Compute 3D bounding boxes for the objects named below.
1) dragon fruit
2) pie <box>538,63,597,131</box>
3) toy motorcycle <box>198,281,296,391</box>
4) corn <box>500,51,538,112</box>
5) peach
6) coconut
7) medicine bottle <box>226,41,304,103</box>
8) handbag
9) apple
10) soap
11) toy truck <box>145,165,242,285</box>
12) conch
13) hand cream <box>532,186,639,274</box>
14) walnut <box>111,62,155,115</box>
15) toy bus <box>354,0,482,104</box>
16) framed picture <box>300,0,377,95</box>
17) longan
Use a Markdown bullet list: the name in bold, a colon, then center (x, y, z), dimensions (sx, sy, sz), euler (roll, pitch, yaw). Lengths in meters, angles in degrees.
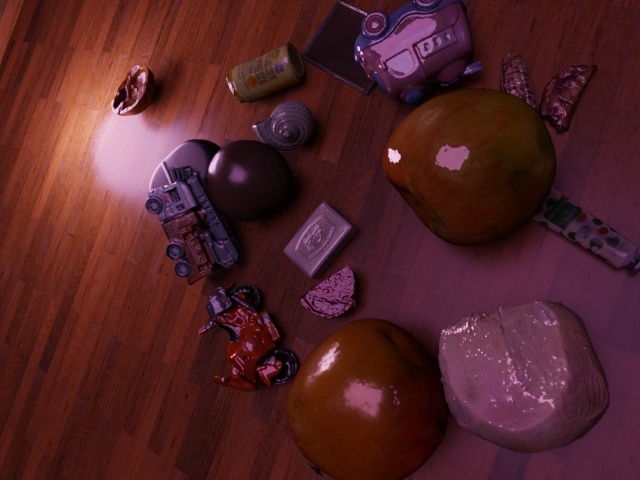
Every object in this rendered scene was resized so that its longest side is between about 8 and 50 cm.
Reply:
- **dragon fruit**: center (0.041, 0.147, 1.260), dimensions (0.162, 0.083, 0.106), euler (-36, 78, 7)
- **pie**: center (0.560, -0.333, 1.112), dimensions (0.092, 0.034, 0.169), euler (21, 90, 26)
- **toy motorcycle**: center (-0.223, 0.282, 1.337), dimensions (0.221, 0.147, 0.325), euler (-31, 67, -5)
- **corn**: center (0.470, -0.335, 1.139), dimensions (0.080, 0.079, 0.236), euler (-9, 73, 26)
- **peach**: center (0.100, 0.347, 1.047), dimensions (0.373, 0.290, 0.372), euler (-40, 24, 22)
- **coconut**: center (0.389, 0.271, 0.926), dimensions (0.298, 0.297, 0.254), euler (-14, 61, 24)
- **medicine bottle**: center (-0.173, -0.509, 1.489), dimensions (0.239, 0.124, 0.124), euler (-15, 73, 25)
- **handbag**: center (-0.434, -0.196, 1.569), dimensions (0.308, 0.093, 0.253), euler (-36, 66, 16)
- **apple**: center (0.319, -0.162, 1.039), dimensions (0.340, 0.340, 0.339), euler (-6, 76, 27)
- **soap**: center (0.000, 0.000, 1.317), dimensions (0.121, 0.064, 0.183), euler (43, 101, 26)
- **toy truck**: center (-0.374, -0.057, 1.426), dimensions (0.185, 0.133, 0.338), euler (-22, 96, 12)
- **conch**: center (-0.095, -0.328, 1.401), dimensions (0.172, 0.200, 0.131), euler (-30, 102, 19)
- **hand cream**: center (0.559, -0.028, 1.036), dimensions (0.095, 0.059, 0.276), euler (-51, 57, 7)
- **walnut**: center (-0.667, -0.538, 1.770), dimensions (0.167, 0.087, 0.211), euler (32, 93, 36)
- **toy bus**: center (0.248, -0.473, 1.221), dimensions (0.294, 0.197, 0.231), euler (-25, 81, 14)
- **framed picture**: center (0.095, -0.575, 1.419), dimensions (0.289, 0.016, 0.213), euler (39, 97, 29)
- **longan**: center (-0.198, -0.168, 1.375), dimensions (0.249, 0.248, 0.248), euler (-6, 76, 27)
